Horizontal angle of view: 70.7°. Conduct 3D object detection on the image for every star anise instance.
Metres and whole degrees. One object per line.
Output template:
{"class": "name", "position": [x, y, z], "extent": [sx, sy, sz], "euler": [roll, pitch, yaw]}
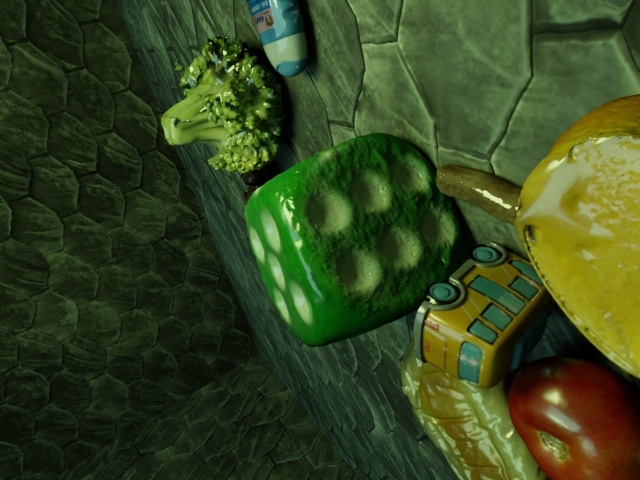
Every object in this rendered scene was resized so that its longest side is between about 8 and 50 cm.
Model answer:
{"class": "star anise", "position": [-0.189, -0.179, 1.387], "extent": [0.283, 0.129, 0.213], "euler": [127, 119, -76]}

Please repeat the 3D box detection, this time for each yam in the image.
{"class": "yam", "position": [0.255, -0.053, 0.614], "extent": [0.241, 0.056, 0.057], "euler": [35, 146, 47]}

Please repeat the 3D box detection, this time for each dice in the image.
{"class": "dice", "position": [0.049, -0.001, 0.811], "extent": [0.287, 0.296, 0.300], "euler": [66, 159, 0]}

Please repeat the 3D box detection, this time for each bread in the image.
{"class": "bread", "position": [0.311, 0.002, 0.417], "extent": [0.270, 0.142, 0.195], "euler": [59, 148, 2]}
{"class": "bread", "position": [0.307, 0.323, 0.815], "extent": [0.389, 0.183, 0.236], "euler": [63, 145, 14]}

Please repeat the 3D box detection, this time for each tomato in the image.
{"class": "tomato", "position": [0.360, 0.250, 0.621], "extent": [0.195, 0.136, 0.195], "euler": [49, 153, 35]}

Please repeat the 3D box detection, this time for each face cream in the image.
{"class": "face cream", "position": [-0.092, -0.453, 0.875], "extent": [0.149, 0.083, 0.264], "euler": [28, 141, 60]}

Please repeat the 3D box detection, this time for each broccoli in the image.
{"class": "broccoli", "position": [-0.254, -0.321, 1.124], "extent": [0.293, 0.280, 0.348], "euler": [49, 146, 25]}

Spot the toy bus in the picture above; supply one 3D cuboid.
{"class": "toy bus", "position": [0.239, 0.105, 0.638], "extent": [0.136, 0.209, 0.126], "euler": [29, 142, 39]}
